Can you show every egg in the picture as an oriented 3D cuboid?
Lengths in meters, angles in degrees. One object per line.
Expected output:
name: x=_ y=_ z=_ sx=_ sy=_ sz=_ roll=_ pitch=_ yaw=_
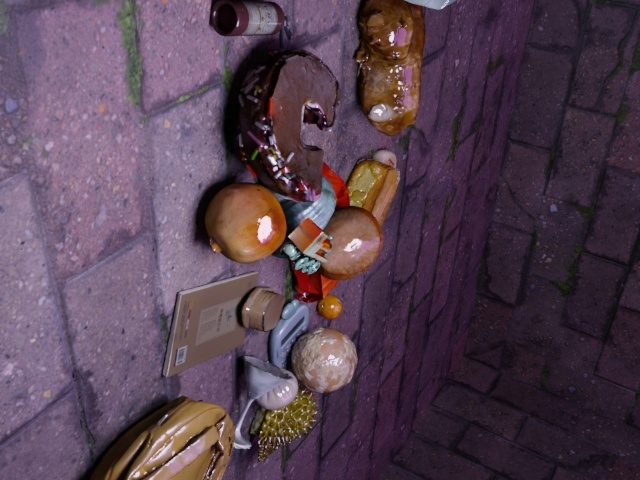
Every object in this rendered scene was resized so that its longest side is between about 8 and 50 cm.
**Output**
egg: x=0.012 y=0.365 z=2.161 sx=0.203 sy=0.203 sz=0.245 roll=-59 pitch=168 yaw=-21

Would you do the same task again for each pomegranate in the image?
pomegranate: x=-0.171 y=-0.040 z=1.614 sx=0.191 sy=0.191 sz=0.191 roll=-44 pitch=145 yaw=-42

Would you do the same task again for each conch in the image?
conch: x=-0.069 y=-0.092 z=1.775 sx=0.195 sy=0.220 sz=0.277 roll=-59 pitch=138 yaw=-57

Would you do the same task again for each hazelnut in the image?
hazelnut: x=0.065 y=0.007 z=1.861 sx=0.214 sy=0.176 sz=0.214 roll=-41 pitch=175 yaw=-5

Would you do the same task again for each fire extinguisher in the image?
fire extinguisher: x=-0.130 y=-0.451 z=1.494 sx=0.231 sy=0.071 sz=0.099 roll=-24 pitch=111 yaw=-57

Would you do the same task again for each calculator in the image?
calculator: x=-0.095 y=0.293 z=2.170 sx=0.185 sy=0.041 sz=0.299 roll=-46 pitch=148 yaw=-40

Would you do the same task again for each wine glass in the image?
wine glass: x=-0.197 y=0.450 z=1.977 sx=0.232 sy=0.156 sz=0.156 roll=-65 pitch=155 yaw=-1

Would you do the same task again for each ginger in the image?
ginger: x=0.182 y=-0.494 z=1.969 sx=0.254 sy=0.176 sz=0.418 roll=-20 pitch=121 yaw=-55

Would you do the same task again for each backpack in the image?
backpack: x=-0.358 y=0.541 z=1.652 sx=0.378 sy=0.201 sz=0.353 roll=-41 pitch=142 yaw=-41

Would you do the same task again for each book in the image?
book: x=-0.268 y=0.201 z=1.783 sx=0.310 sy=0.021 sz=0.217 roll=-14 pitch=121 yaw=-60

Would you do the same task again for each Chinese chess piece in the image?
Chinese chess piece: x=0.203 y=-0.239 z=2.342 sx=0.122 sy=0.051 sz=0.122 roll=-44 pitch=146 yaw=-42

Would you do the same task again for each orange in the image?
orange: x=0.030 y=0.215 z=2.314 sx=0.083 sy=0.083 sz=0.083 roll=-44 pitch=145 yaw=-42

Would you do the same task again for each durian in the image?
durian: x=-0.120 y=0.541 z=2.223 sx=0.172 sy=0.166 sz=0.306 roll=43 pitch=61 yaw=-31

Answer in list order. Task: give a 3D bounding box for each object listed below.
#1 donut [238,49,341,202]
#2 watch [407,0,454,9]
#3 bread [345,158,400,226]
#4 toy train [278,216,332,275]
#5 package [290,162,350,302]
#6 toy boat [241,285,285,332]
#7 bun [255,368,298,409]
donut: x=-0.080 y=-0.265 z=1.597 sx=0.259 sy=0.136 sz=0.345 roll=22 pitch=69 yaw=-50
watch: x=0.273 y=-0.722 z=1.908 sx=0.241 sy=0.253 sz=0.161 roll=-31 pitch=153 yaw=-36
bread: x=0.138 y=-0.104 z=2.203 sx=0.288 sy=0.152 sz=0.119 roll=-66 pitch=161 yaw=-5
toy train: x=-0.023 y=0.017 z=1.675 sx=0.118 sy=0.074 sz=0.176 roll=-45 pitch=159 yaw=8
package: x=-0.001 y=-0.001 z=2.041 sx=0.196 sy=0.123 sz=0.423 roll=-44 pitch=144 yaw=-37
toy boat: x=-0.153 y=0.185 z=1.906 sx=0.188 sy=0.061 sz=0.116 roll=9 pitch=99 yaw=-76
bun: x=-0.136 y=0.420 z=2.090 sx=0.138 sy=0.138 sz=0.094 roll=-43 pitch=129 yaw=-43
